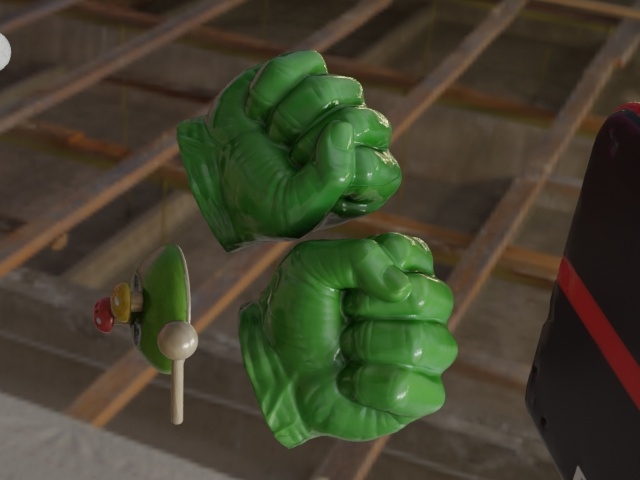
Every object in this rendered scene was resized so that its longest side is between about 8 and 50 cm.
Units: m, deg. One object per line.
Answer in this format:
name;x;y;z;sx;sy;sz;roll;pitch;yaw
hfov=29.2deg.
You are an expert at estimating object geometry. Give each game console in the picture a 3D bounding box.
game console;0.270;0.103;0.943;0.060;0.342;0.386;2;-151;-12

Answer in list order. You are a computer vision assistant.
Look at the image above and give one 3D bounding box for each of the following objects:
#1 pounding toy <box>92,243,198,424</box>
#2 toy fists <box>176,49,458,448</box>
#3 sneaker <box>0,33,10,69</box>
pounding toy;-0.247;0.112;1.685;0.110;0.183;0.237;1;-140;-19
toy fists;0.000;0.000;0.847;0.142;0.279;0.096;-23;162;12
sneaker;-0.399;-0.191;1.314;0.080;0.094;0.212;4;178;10
